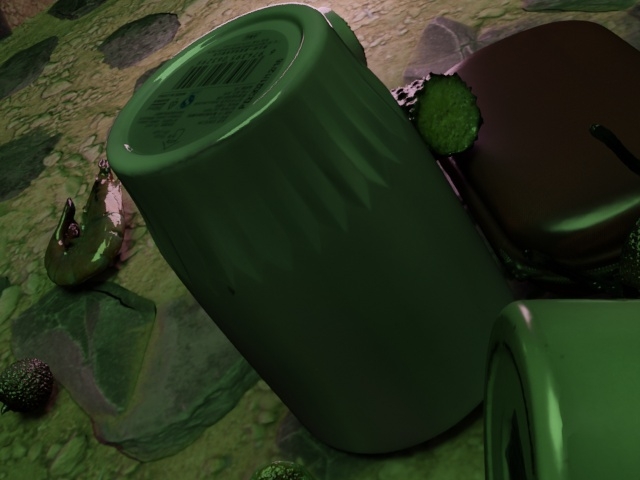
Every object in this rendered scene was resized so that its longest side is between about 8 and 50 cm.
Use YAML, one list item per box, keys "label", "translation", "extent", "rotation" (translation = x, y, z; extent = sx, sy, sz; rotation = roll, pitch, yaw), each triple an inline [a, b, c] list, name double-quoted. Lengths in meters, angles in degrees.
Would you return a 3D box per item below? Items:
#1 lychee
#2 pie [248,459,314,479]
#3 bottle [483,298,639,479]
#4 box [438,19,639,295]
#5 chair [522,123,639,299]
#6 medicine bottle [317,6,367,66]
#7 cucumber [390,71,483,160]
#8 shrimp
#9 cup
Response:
- label: "lychee"
  translation: [-0.363, 0.181, 0.937]
  extent: [0.067, 0.068, 0.083]
  rotation: [24, 45, -4]
- label: "pie"
  translation: [-0.042, 0.241, 0.709]
  extent: [0.085, 0.017, 0.085]
  rotation: [-16, 39, 14]
- label: "bottle"
  translation: [0.285, 0.142, 0.462]
  extent: [0.352, 0.229, 0.229]
  rotation: [-1, 42, 2]
- label: "box"
  translation: [0.272, -0.108, 0.841]
  extent: [0.263, 0.108, 0.404]
  rotation: [-24, 38, 7]
- label: "chair"
  translation: [0.309, 0.014, 0.615]
  extent: [0.174, 0.213, 0.149]
  rotation: [-63, 25, 1]
- label: "medicine bottle"
  translation: [-0.064, -0.229, 1.150]
  extent: [0.254, 0.152, 0.152]
  rotation: [-37, 39, -13]
- label: "cucumber"
  translation: [0.047, -0.119, 0.942]
  extent: [0.096, 0.096, 0.359]
  rotation: [-47, 18, -23]
- label: "shrimp"
  translation: [-0.358, -0.019, 1.168]
  extent: [0.145, 0.059, 0.254]
  rotation: [-32, 42, 10]
- label: "cup"
  translation: [0.000, 0.000, 0.689]
  extent: [0.253, 0.371, 0.253]
  rotation: [-23, 37, 19]
